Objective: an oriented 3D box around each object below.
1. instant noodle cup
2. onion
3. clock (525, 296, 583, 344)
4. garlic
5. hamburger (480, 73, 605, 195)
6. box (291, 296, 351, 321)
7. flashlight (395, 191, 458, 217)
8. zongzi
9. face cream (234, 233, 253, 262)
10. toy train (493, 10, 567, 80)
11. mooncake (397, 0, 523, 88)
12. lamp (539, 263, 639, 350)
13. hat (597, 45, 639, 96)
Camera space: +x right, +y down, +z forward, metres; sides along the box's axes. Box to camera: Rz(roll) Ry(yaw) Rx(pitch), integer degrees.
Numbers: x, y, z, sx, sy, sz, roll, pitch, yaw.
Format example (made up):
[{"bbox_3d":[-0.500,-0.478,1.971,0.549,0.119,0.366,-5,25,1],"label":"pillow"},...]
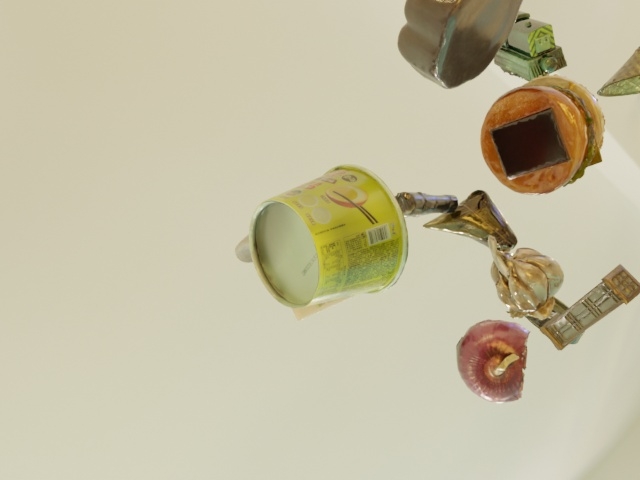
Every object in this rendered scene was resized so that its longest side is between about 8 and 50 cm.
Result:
[{"bbox_3d":[0.000,0.000,1.244,0.221,0.311,0.312,-17,-56,-39],"label":"instant noodle cup"},{"bbox_3d":[0.438,0.303,1.489,0.200,0.200,0.207,-34,-53,-27],"label":"onion"},{"bbox_3d":[0.851,0.270,2.163,0.280,0.280,0.055,2,-54,-46],"label":"clock"},{"bbox_3d":[0.376,0.054,1.121,0.194,0.131,0.127,44,-107,-18],"label":"garlic"},{"bbox_3d":[0.548,-0.264,1.429,0.225,0.291,0.291,-24,-51,-43],"label":"hamburger"},{"bbox_3d":[-0.039,0.089,1.807,0.194,0.111,0.261,-23,-78,-6],"label":"box"},{"bbox_3d":[0.419,-0.144,2.256,0.424,0.103,0.103,-7,-62,-53],"label":"flashlight"},{"bbox_3d":[0.635,-0.023,2.463,0.317,0.289,0.154,-30,-15,2],"label":"zongzi"},{"bbox_3d":[-0.109,-0.045,1.582,0.071,0.144,0.291,56,-134,-13],"label":"face cream"},{"bbox_3d":[0.661,-0.635,1.893,0.138,0.330,0.178,-23,-61,3],"label":"toy train"},{"bbox_3d":[0.306,-0.498,1.282,0.306,0.154,0.306,-36,-31,-26],"label":"mooncake"},{"bbox_3d":[0.730,0.190,1.589,0.089,0.090,0.325,-28,-23,-27],"label":"lamp"},{"bbox_3d":[0.537,-0.292,0.969,0.146,0.146,0.067,-5,-91,-44],"label":"hat"}]
